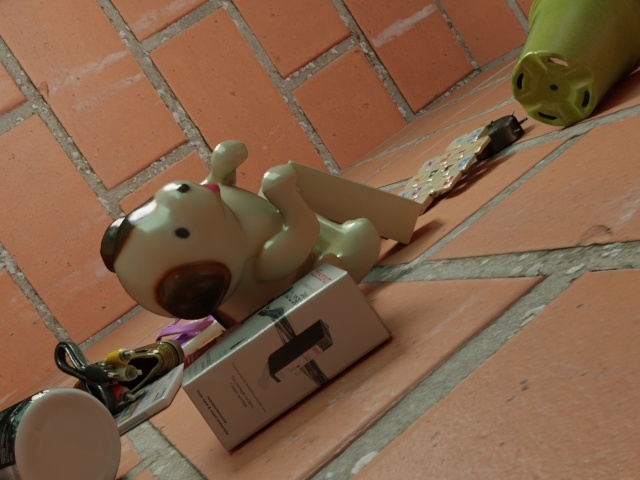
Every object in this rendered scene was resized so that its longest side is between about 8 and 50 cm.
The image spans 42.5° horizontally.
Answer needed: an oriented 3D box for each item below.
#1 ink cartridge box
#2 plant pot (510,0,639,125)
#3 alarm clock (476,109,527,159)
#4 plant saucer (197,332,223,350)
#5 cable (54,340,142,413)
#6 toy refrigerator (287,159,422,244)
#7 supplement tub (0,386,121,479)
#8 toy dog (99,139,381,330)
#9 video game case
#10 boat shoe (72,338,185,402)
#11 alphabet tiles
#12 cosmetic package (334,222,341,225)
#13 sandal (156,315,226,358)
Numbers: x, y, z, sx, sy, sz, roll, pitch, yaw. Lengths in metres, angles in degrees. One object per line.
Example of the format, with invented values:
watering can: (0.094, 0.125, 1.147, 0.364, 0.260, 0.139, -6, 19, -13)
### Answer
ink cartridge box: (-0.055, 0.155, 1.182, 0.272, 0.114, 0.197, -34, 7, -6)
plant pot: (0.528, -0.382, 1.723, 0.276, 0.276, 0.254, -24, 24, 51)
alarm clock: (0.403, -0.241, 1.981, 0.192, 0.064, 0.129, -33, 7, 31)
plant saucer: (-0.245, 0.232, 1.857, 0.083, 0.013, 0.083, -32, 7, 5)
cable: (-0.483, 0.291, 1.777, 0.072, 0.140, 0.287, 1, 0, -42)
toy refrigerator: (0.052, -0.073, 1.623, 0.102, 0.269, 0.094, -119, 47, -82)
supplement tub: (-0.484, 0.366, 1.338, 0.316, 0.194, 0.193, -27, 10, 39)
toy dog: (-0.165, 0.024, 1.360, 0.395, 0.284, 0.408, -55, -30, 12)
video game case: (-0.364, 0.336, 1.678, 0.183, 0.023, 0.201, -32, 9, 8)
boat shoe: (-0.453, 0.305, 1.829, 0.307, 0.111, 0.104, -32, -6, 16)
alphabet tiles: (0.274, -0.152, 1.892, 0.284, 0.021, 0.278, -48, 12, -21)
cosmetic package: (0.000, 0.000, 1.762, 0.113, 0.160, 0.309, -28, 10, 30)
sandal: (-0.291, 0.190, 1.973, 0.416, 0.102, 0.169, -34, 7, 0)
